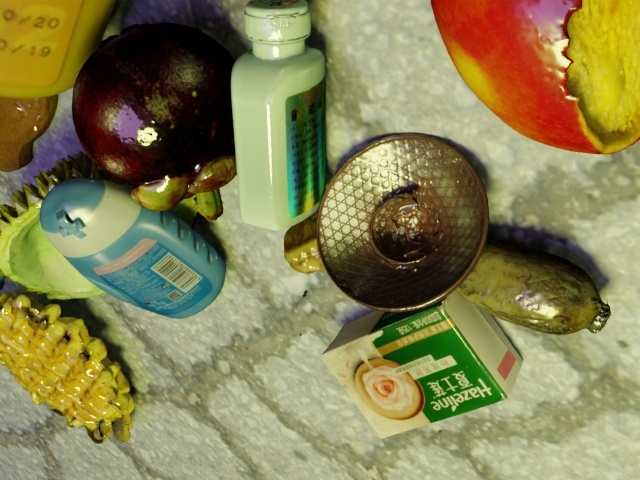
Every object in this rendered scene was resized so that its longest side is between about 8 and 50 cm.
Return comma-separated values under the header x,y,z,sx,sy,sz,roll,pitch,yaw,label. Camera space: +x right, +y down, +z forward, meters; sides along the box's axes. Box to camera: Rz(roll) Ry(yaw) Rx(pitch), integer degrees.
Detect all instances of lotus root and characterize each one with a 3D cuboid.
x,y,z,sx,sy,sz,roll,pitch,yaw,label
0.209,0.046,0.791,0.179,0.089,0.081,21,85,24,lotus root

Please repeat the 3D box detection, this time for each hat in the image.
x,y,z,sx,sy,sz,roll,pitch,yaw,label
0.097,-0.012,0.831,0.193,0.082,0.193,-7,73,25,hat

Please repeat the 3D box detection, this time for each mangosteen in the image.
x,y,z,sx,sy,sz,roll,pitch,yaw,label
-0.163,-0.122,0.841,0.194,0.194,0.230,-15,107,36,mangosteen

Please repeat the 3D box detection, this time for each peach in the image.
x,y,z,sx,sy,sz,roll,pitch,yaw,label
0.197,-0.174,0.598,0.196,0.190,0.226,-41,86,31,peach

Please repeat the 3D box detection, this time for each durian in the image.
x,y,z,sx,sy,sz,roll,pitch,yaw,label
-0.315,-0.014,1.031,0.394,0.163,0.198,-26,104,33,durian

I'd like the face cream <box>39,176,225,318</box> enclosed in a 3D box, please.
x,y,z,sx,sy,sz,roll,pitch,yaw,label
-0.234,0.010,0.946,0.149,0.083,0.264,-26,142,14,face cream

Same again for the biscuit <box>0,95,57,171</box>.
x,y,z,sx,sy,sz,roll,pitch,yaw,label
-0.490,-0.239,1.069,0.273,0.049,0.257,46,131,1,biscuit

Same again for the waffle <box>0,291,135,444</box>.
x,y,z,sx,sy,sz,roll,pitch,yaw,label
-0.428,0.210,1.264,0.329,0.062,0.329,20,136,20,waffle

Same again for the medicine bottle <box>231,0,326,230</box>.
x,y,z,sx,sy,sz,roll,pitch,yaw,label
-0.041,-0.135,0.808,0.083,0.121,0.229,15,124,24,medicine bottle

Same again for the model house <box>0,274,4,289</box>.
x,y,z,sx,sy,sz,roll,pitch,yaw,label
-0.725,0.030,1.255,0.329,0.251,0.295,47,131,7,model house

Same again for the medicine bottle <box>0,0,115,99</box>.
x,y,z,sx,sy,sz,roll,pitch,yaw,label
-0.289,-0.349,0.764,0.224,0.224,0.384,41,131,4,medicine bottle

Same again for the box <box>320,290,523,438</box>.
x,y,z,sx,sy,sz,roll,pitch,yaw,label
0.117,0.140,0.906,0.199,0.081,0.135,-30,99,41,box

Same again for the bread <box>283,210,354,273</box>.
x,y,z,sx,sy,sz,roll,pitch,yaw,label
0.000,0.000,0.906,0.110,0.060,0.066,-25,89,42,bread
